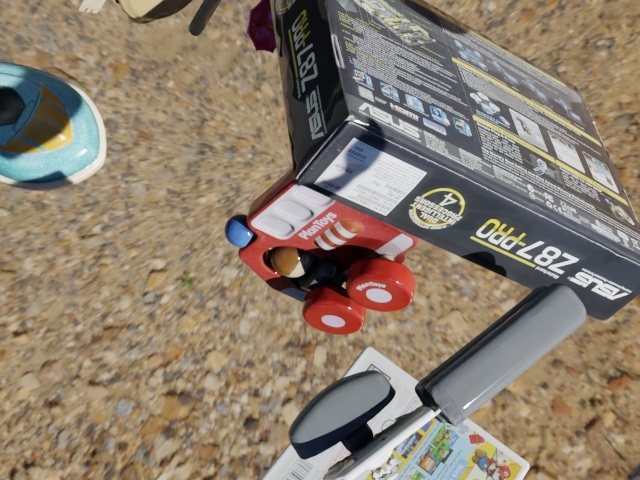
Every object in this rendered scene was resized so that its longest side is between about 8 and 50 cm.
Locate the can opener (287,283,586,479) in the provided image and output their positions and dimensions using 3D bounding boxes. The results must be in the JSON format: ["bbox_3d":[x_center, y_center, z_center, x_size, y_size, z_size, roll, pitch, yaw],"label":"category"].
[{"bbox_3d":[0.105,0.121,0.930,0.280,0.074,0.093,-32,91,-10],"label":"can opener"}]

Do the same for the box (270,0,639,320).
[{"bbox_3d":[0.143,-0.116,1.088,0.395,0.318,0.097,22,129,-28],"label":"box"}]

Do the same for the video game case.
[{"bbox_3d":[0.064,0.246,1.042,0.206,0.026,0.227,36,61,10],"label":"video game case"}]

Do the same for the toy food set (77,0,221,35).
[{"bbox_3d":[-0.171,-0.287,1.133,0.038,0.192,0.132,46,113,22],"label":"toy food set"}]

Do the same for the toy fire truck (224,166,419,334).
[{"bbox_3d":[0.000,0.000,1.571,0.254,0.302,0.169,28,56,-22],"label":"toy fire truck"}]

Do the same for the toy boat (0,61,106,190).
[{"bbox_3d":[-0.474,-0.122,1.598,0.267,0.148,0.318,20,73,7],"label":"toy boat"}]

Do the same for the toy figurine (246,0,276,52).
[{"bbox_3d":[-0.034,-0.295,1.531,0.159,0.173,0.130,43,55,7],"label":"toy figurine"}]
